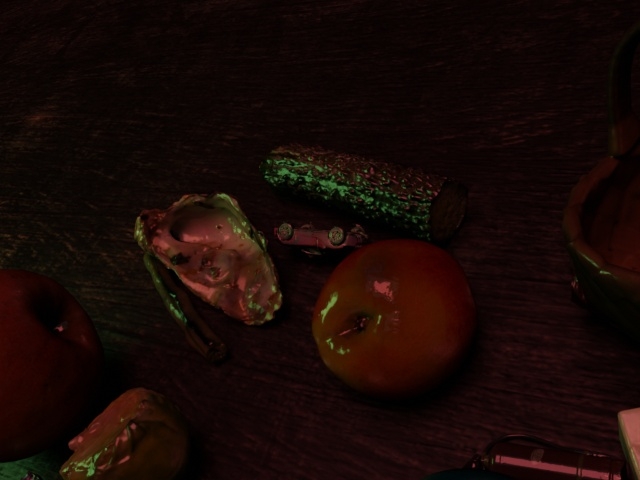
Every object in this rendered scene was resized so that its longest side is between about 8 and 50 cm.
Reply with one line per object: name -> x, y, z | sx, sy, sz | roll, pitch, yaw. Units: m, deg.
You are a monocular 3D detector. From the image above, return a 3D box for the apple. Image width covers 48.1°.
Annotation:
apple -> -0.421, 0.167, 0.947 | 0.253, 0.254, 0.254 | -14, 47, 15

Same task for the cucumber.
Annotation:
cucumber -> 0.043, -0.085, 1.055 | 0.359, 0.096, 0.096 | 21, 63, 41

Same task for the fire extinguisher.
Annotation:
fire extinguisher -> 0.225, 0.227, 0.725 | 0.157, 0.045, 0.078 | 0, 24, 27

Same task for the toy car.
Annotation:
toy car -> 0.000, 0.000, 1.019 | 0.142, 0.069, 0.055 | 5, 94, 30

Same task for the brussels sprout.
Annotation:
brussels sprout -> -0.223, 0.262, 0.862 | 0.151, 0.122, 0.149 | -25, 20, 30

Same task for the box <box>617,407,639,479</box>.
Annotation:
box -> 0.372, 0.257, 0.604 | 0.164, 0.069, 0.257 | -15, 47, 14

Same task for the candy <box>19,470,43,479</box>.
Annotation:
candy -> -0.293, 0.391, 0.815 | 0.275, 0.070, 0.145 | 23, 72, 28

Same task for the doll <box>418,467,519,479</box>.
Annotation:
doll -> 0.162, 0.304, 0.576 | 0.321, 0.199, 0.186 | 21, 41, 34

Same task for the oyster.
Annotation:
oyster -> -0.152, 0.029, 1.061 | 0.166, 0.094, 0.294 | -41, 60, 0

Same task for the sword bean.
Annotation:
sword bean -> -0.208, 0.089, 1.059 | 0.043, 0.038, 0.269 | -38, 45, -6

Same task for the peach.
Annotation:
peach -> 0.091, 0.094, 0.854 | 0.190, 0.192, 0.190 | -4, 84, 43

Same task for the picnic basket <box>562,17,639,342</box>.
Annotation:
picnic basket -> 0.387, -0.074, 0.669 | 0.337, 0.337, 0.293 | -38, 34, -9
